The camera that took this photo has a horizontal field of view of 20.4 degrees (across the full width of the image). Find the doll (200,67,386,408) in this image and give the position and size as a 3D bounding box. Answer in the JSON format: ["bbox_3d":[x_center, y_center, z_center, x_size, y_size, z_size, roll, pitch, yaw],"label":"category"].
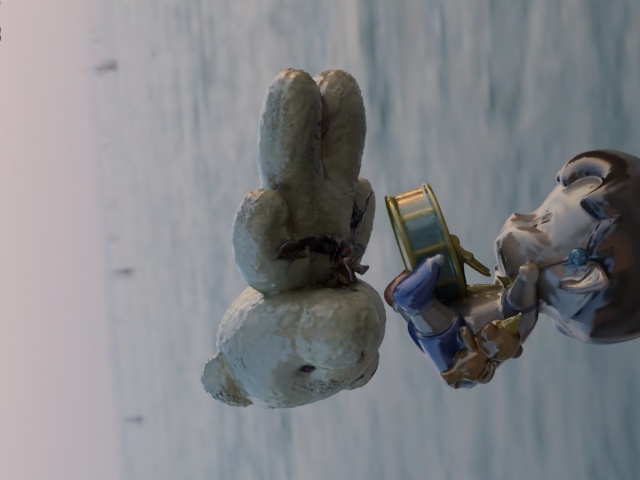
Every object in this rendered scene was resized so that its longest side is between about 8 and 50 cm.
[{"bbox_3d":[-0.002,0.001,1.426,0.149,0.175,0.278,14,105,59],"label":"doll"}]

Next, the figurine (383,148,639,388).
[{"bbox_3d":[0.182,0.008,1.331,0.161,0.275,0.158,-163,56,-85],"label":"figurine"}]
